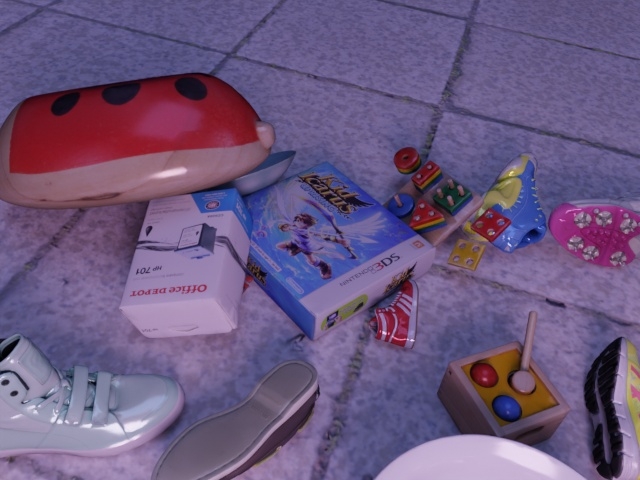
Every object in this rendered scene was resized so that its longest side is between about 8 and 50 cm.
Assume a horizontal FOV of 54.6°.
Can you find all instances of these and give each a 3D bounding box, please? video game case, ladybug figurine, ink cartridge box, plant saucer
[{"bbox_3d":[0.000,0.000,0.976,0.244,0.061,0.269,-26,53,-32],"label":"video game case"},{"bbox_3d":[-0.290,-0.158,0.943,0.449,0.162,0.305,-6,19,7],"label":"ladybug figurine"},{"bbox_3d":[-0.179,0.029,0.860,0.139,0.082,0.191,-6,50,12],"label":"ink cartridge box"},{"bbox_3d":[-0.128,-0.104,1.040,0.194,0.037,0.195,-17,16,5],"label":"plant saucer"}]

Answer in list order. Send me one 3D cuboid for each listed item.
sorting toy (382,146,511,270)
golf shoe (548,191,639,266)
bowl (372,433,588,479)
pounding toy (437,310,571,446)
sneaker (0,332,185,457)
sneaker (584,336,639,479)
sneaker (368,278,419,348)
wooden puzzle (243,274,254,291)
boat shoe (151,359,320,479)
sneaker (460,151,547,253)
[{"bbox_3d":[0.179,-0.059,1.020,0.132,0.046,0.274,-41,49,-4],"label":"sorting toy"},{"bbox_3d":[0.521,-0.028,1.059,0.306,0.115,0.140,9,34,-10],"label":"golf shoe"},{"bbox_3d":[0.157,0.348,0.578,0.297,0.134,0.298,4,43,-4],"label":"bowl"},{"bbox_3d":[0.240,0.183,0.788,0.141,0.100,0.130,-13,47,-20],"label":"pounding toy"},{"bbox_3d":[-0.282,0.168,0.692,0.255,0.151,0.094,-5,43,-15],"label":"sneaker"},{"bbox_3d":[0.403,0.221,0.798,0.094,0.081,0.209,18,50,1],"label":"sneaker"},{"bbox_3d":[0.105,0.099,0.899,0.067,0.042,0.118,11,45,-1],"label":"sneaker"},{"bbox_3d":[-0.138,0.072,0.911,0.049,0.006,0.083,20,50,20],"label":"wooden puzzle"},{"bbox_3d":[-0.087,0.229,0.715,0.227,0.069,0.081,-31,44,-34],"label":"boat shoe"},{"bbox_3d":[0.344,-0.056,1.079,0.126,0.091,0.240,39,58,14],"label":"sneaker"}]
